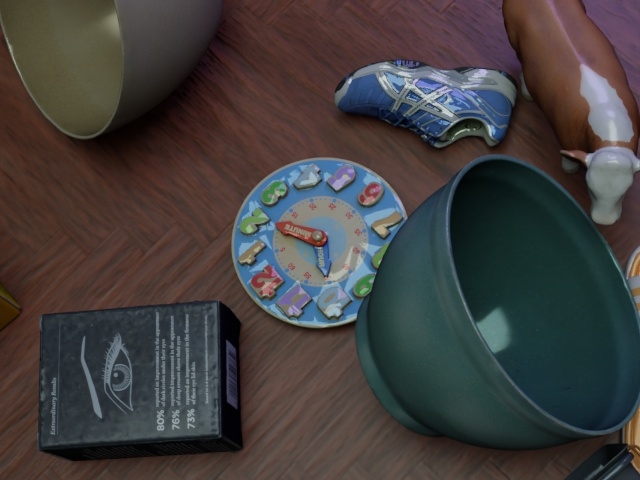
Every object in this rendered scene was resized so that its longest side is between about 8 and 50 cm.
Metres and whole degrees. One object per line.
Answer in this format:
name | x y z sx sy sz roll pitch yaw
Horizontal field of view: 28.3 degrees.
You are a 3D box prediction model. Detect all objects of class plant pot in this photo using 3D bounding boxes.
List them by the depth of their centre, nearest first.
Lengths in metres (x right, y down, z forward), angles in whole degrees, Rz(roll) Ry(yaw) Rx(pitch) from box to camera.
plant pot | 0.160 0.088 1.281 0.196 0.293 0.293 -33 66 38
plant pot | -0.226 -0.278 1.469 0.191 0.284 0.284 -21 67 -35

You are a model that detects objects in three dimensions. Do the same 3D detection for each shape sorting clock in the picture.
shape sorting clock | 0.000 0.000 1.444 0.206 0.040 0.206 -2 73 8

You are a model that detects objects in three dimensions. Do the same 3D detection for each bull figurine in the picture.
bull figurine | 0.279 -0.152 1.368 0.101 0.188 0.310 -18 71 4

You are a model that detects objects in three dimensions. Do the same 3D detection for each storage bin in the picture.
storage bin | 0.301 0.262 1.275 0.098 0.135 0.091 -40 82 -5

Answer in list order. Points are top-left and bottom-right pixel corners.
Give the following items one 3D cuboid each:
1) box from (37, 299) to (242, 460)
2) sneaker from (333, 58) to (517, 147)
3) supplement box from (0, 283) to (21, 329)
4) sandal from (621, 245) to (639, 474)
box | -0.196 0.156 1.391 0.207 0.108 0.153 -4 73 8
sneaker | 0.118 -0.154 1.452 0.211 0.080 0.081 3 70 11
supplement box | -0.556 0.100 1.419 0.356 0.195 0.194 -40 72 -5
sandal | 0.368 0.121 1.329 0.102 0.076 0.265 4 73 10
